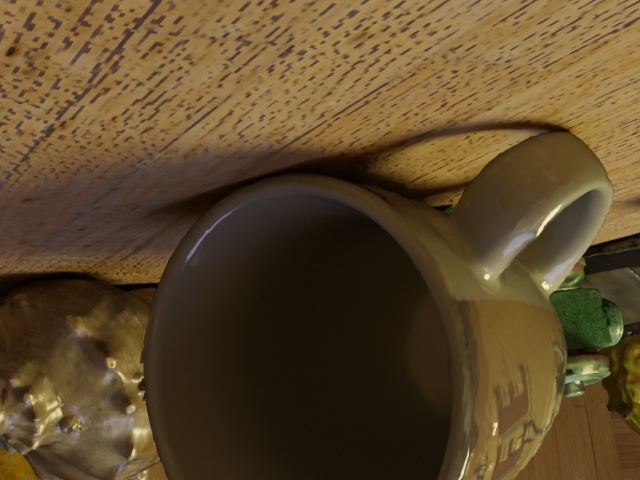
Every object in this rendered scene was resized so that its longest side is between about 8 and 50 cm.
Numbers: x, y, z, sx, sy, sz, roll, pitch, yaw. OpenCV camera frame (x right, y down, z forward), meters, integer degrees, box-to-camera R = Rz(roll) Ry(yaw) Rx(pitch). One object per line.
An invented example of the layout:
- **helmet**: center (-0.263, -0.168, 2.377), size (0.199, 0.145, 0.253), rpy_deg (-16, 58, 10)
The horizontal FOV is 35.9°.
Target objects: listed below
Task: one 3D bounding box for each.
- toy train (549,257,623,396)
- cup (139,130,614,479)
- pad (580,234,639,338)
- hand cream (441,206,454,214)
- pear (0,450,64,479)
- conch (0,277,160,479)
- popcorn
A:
- **toy train**: center (0.165, 0.113, 1.066), size (0.304, 0.150, 0.221), rpy_deg (-2, 161, -22)
- **cup**: center (0.073, 0.048, 0.629), size (0.301, 0.227, 0.257), rpy_deg (-48, 157, 25)
- **pad**: center (0.352, 0.055, 1.086), size (0.174, 0.022, 0.233), rpy_deg (34, 152, -23)
- **hand cream**: center (0.084, -0.003, 0.775), size (0.036, 0.023, 0.122), rpy_deg (24, 166, -7)
- **pear**: center (-0.390, 0.294, 1.370), size (0.314, 0.314, 0.314), rpy_deg (-7, 170, -1)
- **conch**: center (-0.221, 0.125, 0.897), size (0.263, 0.186, 0.324), rpy_deg (8, 177, 26)
- **popcorn**: center (0.540, 0.179, 1.492), size (0.247, 0.282, 0.282), rpy_deg (-22, 174, -13)
